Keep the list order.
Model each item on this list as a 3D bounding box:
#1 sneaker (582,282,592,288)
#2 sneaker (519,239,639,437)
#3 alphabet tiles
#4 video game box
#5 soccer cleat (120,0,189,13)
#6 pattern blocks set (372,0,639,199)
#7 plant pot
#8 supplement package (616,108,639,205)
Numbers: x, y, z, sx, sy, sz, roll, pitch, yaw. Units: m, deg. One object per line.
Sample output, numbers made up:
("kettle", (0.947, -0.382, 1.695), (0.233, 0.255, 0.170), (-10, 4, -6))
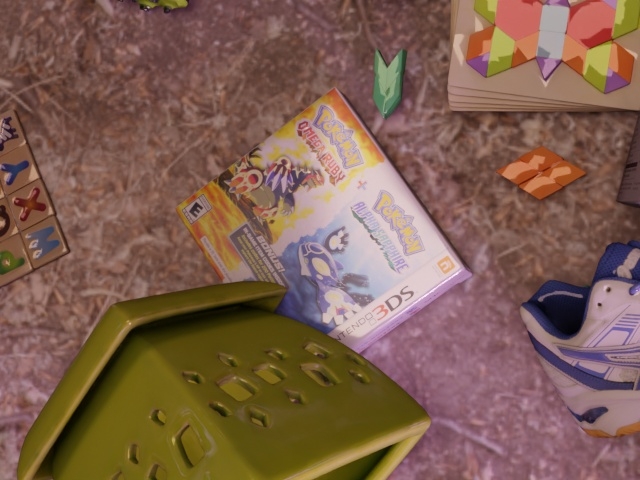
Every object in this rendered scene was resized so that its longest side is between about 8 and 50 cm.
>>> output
("sneaker", (0.287, 0.062, 0.979), (0.166, 0.065, 0.076), (-3, 91, 20))
("sneaker", (0.257, 0.055, 0.866), (0.131, 0.112, 0.296), (54, 141, -5))
("alphabet tiles", (-0.373, -0.052, 1.198), (0.198, 0.009, 0.237), (-26, 77, 11))
("video game box", (0.000, 0.000, 1.071), (0.187, 0.048, 0.205), (-36, 76, 6))
("soccer cleat", (-0.198, -0.271, 1.153), (0.179, 0.060, 0.072), (23, 88, 20))
("pattern blocks set", (0.198, -0.179, 1.025), (0.325, 0.026, 0.285), (-7, 91, 14))
("plant pot", (-0.089, 0.162, 0.960), (0.207, 0.228, 0.227), (48, 120, 23))
("supplement package", (0.356, -0.130, 0.884), (0.199, 0.198, 0.262), (14, 94, 6))
